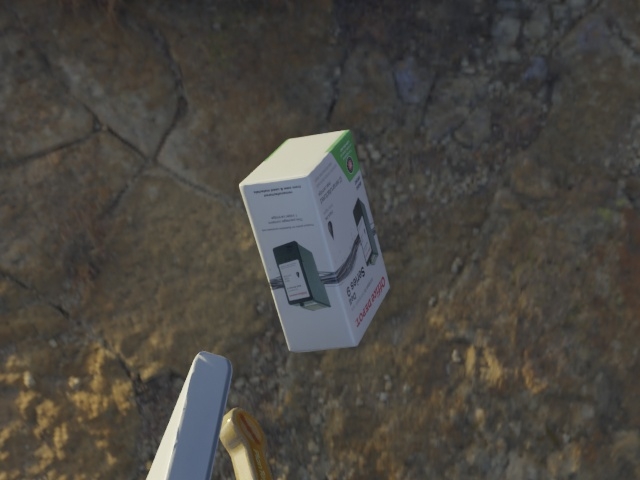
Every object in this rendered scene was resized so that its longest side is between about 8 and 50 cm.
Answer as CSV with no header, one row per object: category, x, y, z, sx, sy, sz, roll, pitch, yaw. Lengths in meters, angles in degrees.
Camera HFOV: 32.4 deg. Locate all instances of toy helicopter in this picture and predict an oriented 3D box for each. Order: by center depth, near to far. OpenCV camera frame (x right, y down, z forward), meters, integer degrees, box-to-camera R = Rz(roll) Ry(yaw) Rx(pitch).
toy helicopter,-0.067,0.392,1.577,0.140,0.235,0.355,-39,44,18

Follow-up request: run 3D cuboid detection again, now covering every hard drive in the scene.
hard drive,-0.181,0.322,1.221,0.047,0.353,0.233,18,40,-8

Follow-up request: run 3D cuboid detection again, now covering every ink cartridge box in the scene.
ink cartridge box,0.000,0.000,1.730,0.121,0.289,0.211,-7,22,23
